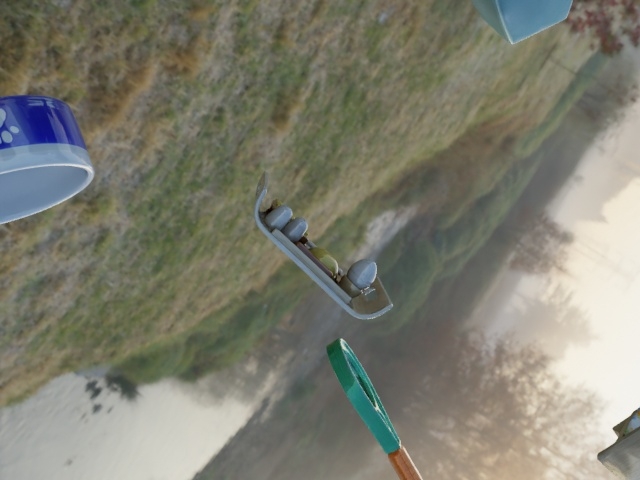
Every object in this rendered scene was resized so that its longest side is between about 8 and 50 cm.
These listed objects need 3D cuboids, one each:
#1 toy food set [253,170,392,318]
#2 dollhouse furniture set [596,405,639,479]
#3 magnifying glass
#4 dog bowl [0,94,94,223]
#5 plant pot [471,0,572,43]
[{"bbox_3d":[0.000,0.000,1.554,0.092,0.306,0.220,-44,-168,6],"label":"toy food set"},{"bbox_3d":[0.682,0.277,1.241,0.362,0.394,0.256,-39,167,-39],"label":"dollhouse furniture set"},{"bbox_3d":[0.072,0.214,0.974,0.026,0.231,0.092,-29,178,6],"label":"magnifying glass"},{"bbox_3d":[-0.465,-0.104,1.222,0.265,0.104,0.265,-20,173,-2],"label":"dog bowl"},{"bbox_3d":[0.303,-0.444,1.344,0.165,0.165,0.234,-27,134,-1],"label":"plant pot"}]
